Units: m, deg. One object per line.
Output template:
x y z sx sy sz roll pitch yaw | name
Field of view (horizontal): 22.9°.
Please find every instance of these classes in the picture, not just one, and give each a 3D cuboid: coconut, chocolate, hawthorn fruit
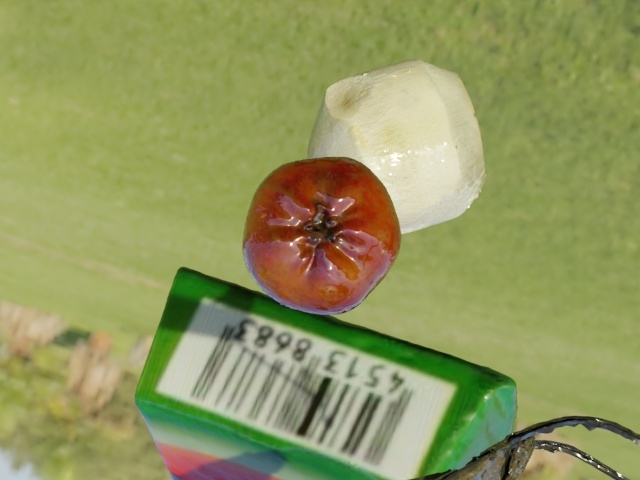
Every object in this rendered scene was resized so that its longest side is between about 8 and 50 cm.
0.066 -0.081 1.477 0.162 0.161 0.161 -16 170 1 | coconut
0.013 0.219 1.579 0.360 0.161 0.341 18 148 23 | chocolate
0.000 0.000 0.800 0.081 0.081 0.093 19 173 1 | hawthorn fruit

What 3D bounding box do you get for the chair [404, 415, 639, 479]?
0.061 0.146 0.717 0.213 0.149 0.174 15 167 1 | chair
